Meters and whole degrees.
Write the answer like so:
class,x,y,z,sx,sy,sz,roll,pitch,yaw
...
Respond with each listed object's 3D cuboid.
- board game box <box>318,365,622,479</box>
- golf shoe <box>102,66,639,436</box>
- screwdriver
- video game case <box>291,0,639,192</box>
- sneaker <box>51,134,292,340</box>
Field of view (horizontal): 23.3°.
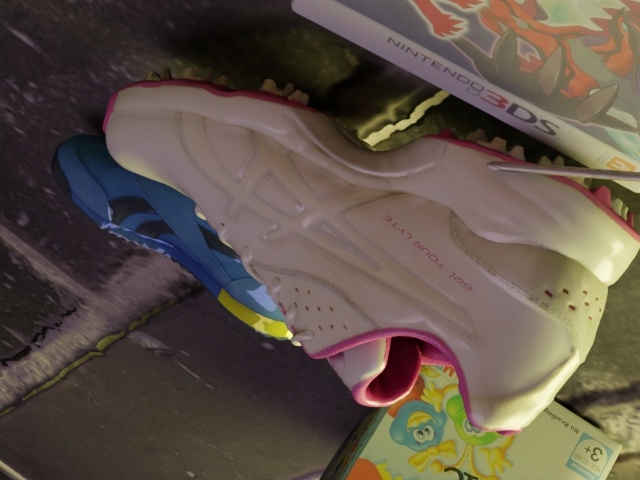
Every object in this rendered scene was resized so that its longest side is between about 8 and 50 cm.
class,x,y,z,sx,sy,sz,roll,pitch,yaw
board game box,0.070,0.192,1.056,0.144,0.142,0.275,33,156,2
golf shoe,0.000,0.000,0.777,0.306,0.140,0.115,18,177,33
screwdriver,0.153,-0.026,0.657,0.170,0.024,0.025,7,167,15
video game case,0.092,-0.101,0.613,0.183,0.023,0.201,27,157,-4
sneaker,-0.074,-0.025,0.948,0.209,0.069,0.082,33,124,22
